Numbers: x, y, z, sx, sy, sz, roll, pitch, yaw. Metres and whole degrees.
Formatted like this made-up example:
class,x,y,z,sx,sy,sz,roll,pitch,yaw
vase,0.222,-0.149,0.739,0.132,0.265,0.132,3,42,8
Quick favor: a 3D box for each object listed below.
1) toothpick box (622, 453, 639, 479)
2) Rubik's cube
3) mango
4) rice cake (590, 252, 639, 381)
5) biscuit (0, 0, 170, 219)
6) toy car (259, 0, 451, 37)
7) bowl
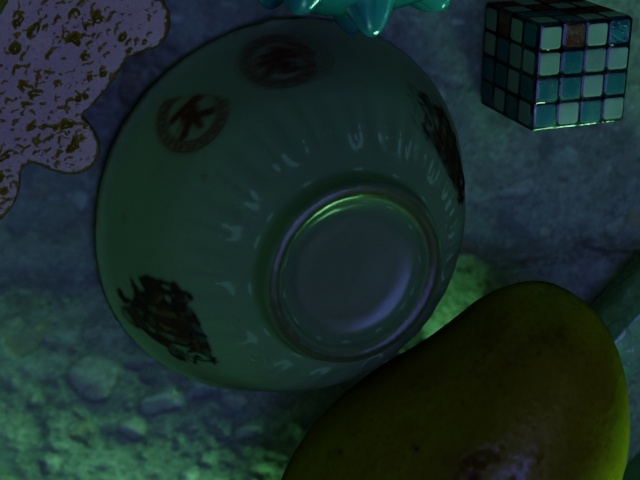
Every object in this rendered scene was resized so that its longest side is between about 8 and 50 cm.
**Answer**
class,x,y,z,sx,sy,sz,roll,pitch,yaw
toothpick box,0.381,0.282,1.403,0.101,0.153,0.101,-8,112,-20
Rubik's cube,0.199,-0.152,1.186,0.092,0.092,0.092,-8,113,-21
mango,0.122,0.209,1.220,0.264,0.221,0.378,38,89,-13
rice cake,0.283,0.092,1.335,0.206,0.069,0.063,-48,121,-1
biscuit,-0.226,-0.113,1.049,0.158,0.035,0.240,34,94,-28
toy car,0.044,-0.249,1.029,0.255,0.188,0.190,-20,125,-19
bowl,0.000,0.000,1.124,0.337,0.157,0.337,-9,114,-21
